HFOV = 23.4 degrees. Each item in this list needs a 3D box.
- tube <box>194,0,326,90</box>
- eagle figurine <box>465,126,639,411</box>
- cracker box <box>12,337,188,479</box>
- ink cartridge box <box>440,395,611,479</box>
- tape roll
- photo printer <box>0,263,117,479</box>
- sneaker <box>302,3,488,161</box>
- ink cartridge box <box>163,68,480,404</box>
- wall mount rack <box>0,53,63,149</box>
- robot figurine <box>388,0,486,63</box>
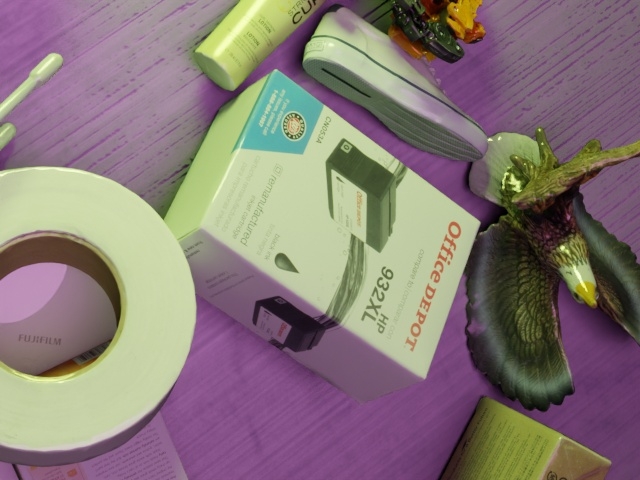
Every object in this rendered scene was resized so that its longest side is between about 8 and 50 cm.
[{"bbox_3d":[-0.041,-0.271,1.722,0.240,0.062,0.070,-48,151,-16],"label":"tube"},{"bbox_3d":[0.285,0.030,1.832,0.226,0.225,0.298,5,135,19],"label":"eagle figurine"},{"bbox_3d":[-0.229,0.239,1.605,0.155,0.067,0.232,-25,106,-17],"label":"cracker box"},{"bbox_3d":[0.213,0.322,1.815,0.088,0.193,0.235,28,88,-22],"label":"ink cartridge box"},{"bbox_3d":[-0.266,0.074,1.510,0.286,0.100,0.286,3,73,-9],"label":"tape roll"},{"bbox_3d":[-0.308,0.111,1.651,0.256,0.107,0.308,8,95,-20],"label":"photo printer"},{"bbox_3d":[0.100,-0.181,1.765,0.258,0.094,0.091,32,68,-28],"label":"sneaker"},{"bbox_3d":[0.000,0.000,1.691,0.307,0.129,0.223,35,57,-20],"label":"ink cartridge box"},{"bbox_3d":[-0.414,-0.080,1.498,0.304,0.350,0.131,-5,78,-26],"label":"wall mount rack"},{"bbox_3d":[0.076,-0.322,1.710,0.291,0.085,0.211,47,40,-18],"label":"robot figurine"}]
